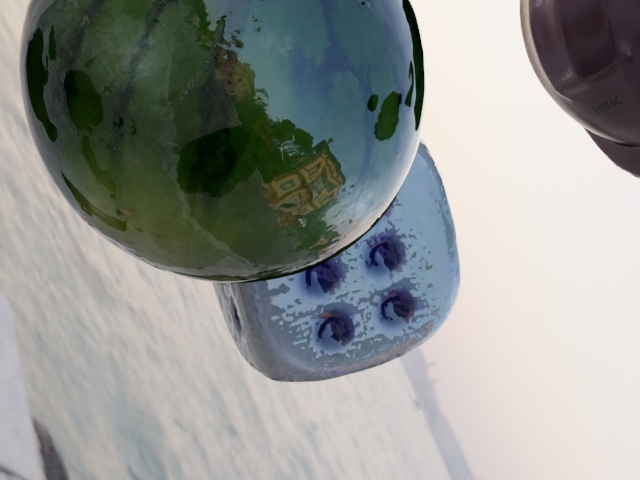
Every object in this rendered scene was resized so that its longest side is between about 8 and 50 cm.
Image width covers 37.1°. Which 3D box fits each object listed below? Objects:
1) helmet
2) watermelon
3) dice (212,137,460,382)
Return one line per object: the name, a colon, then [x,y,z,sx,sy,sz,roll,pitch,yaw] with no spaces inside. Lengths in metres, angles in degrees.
helmet: [0.321,-0.249,0.994,0.271,0.197,0.339,-19,-126,62]
watermelon: [-0.055,-0.094,0.566,0.242,0.242,0.242,-23,90,-89]
dice: [0.000,0.000,0.837,0.192,0.194,0.193,-143,-140,-66]
